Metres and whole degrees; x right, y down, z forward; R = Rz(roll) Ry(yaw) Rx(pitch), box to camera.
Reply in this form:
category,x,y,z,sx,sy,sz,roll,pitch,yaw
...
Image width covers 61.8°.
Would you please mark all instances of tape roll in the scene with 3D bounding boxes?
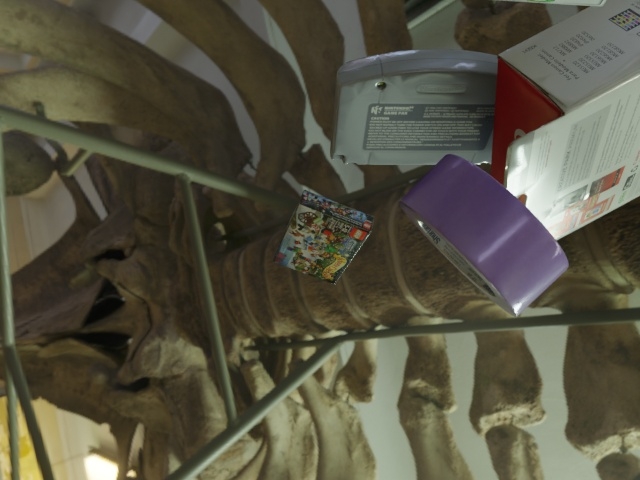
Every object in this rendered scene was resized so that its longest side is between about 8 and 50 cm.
category,x,y,z,sx,sy,sz,roll,pitch,yaw
tape roll,0.185,-0.006,0.623,0.080,0.189,0.189,-44,-122,4

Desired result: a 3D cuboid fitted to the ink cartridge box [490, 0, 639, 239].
category,x,y,z,sx,sy,sz,roll,pitch,yaw
ink cartridge box,0.329,-0.133,0.739,0.130,0.271,0.309,59,-5,34

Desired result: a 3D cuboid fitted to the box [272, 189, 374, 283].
category,x,y,z,sx,sy,sz,roll,pitch,yaw
box,0.000,0.000,1.179,0.233,0.159,0.044,119,-10,-52

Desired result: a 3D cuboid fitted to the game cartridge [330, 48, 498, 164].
category,x,y,z,sx,sy,sz,roll,pitch,yaw
game cartridge,0.166,-0.197,0.818,0.196,0.294,0.060,96,-8,-60

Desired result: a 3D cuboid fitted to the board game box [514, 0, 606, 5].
category,x,y,z,sx,sy,sz,roll,pitch,yaw
board game box,0.085,-0.244,0.435,0.305,0.193,0.053,13,-74,18
